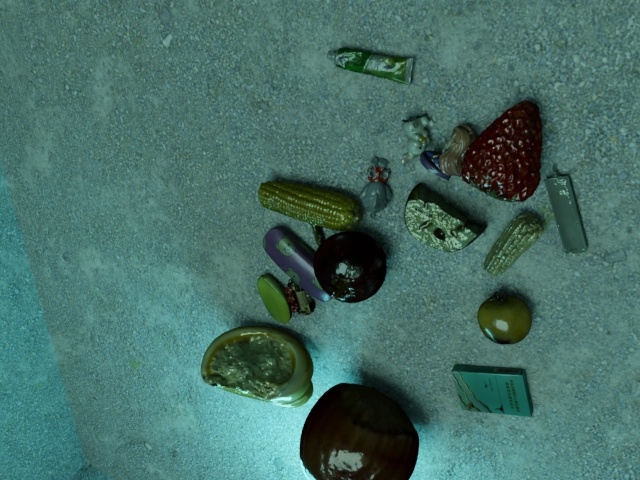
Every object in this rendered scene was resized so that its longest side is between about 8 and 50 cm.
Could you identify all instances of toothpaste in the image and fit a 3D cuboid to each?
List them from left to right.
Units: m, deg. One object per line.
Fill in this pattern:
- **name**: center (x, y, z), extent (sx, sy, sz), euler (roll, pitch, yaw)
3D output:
- **toothpaste**: center (0.130, -0.475, 1.643), extent (0.248, 0.047, 0.078), euler (19, 128, 20)

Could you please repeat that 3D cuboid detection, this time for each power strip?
- **power strip**: center (0.628, -0.077, 1.572), extent (0.060, 0.027, 0.252), euler (-8, 112, 37)

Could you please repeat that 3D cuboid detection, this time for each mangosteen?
- **mangosteen**: center (0.083, 0.100, 1.871), extent (0.236, 0.261, 0.235), euler (11, 126, 16)

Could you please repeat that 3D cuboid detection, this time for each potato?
- **potato**: center (-0.160, 0.208, 2.233), extent (0.198, 0.054, 0.119), euler (54, 135, 0)

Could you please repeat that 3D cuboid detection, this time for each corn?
- **corn**: center (-0.035, -0.114, 1.918), extent (0.363, 0.120, 0.120), euler (18, 125, 25)
- **corn**: center (0.520, 0.010, 1.664), extent (0.087, 0.087, 0.211), euler (37, 137, 8)

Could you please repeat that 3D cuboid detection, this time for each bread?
- **bread**: center (-0.231, 0.495, 2.267), extent (0.424, 0.329, 0.245), euler (8, 122, 22)

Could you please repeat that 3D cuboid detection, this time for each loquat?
- **loquat**: center (0.523, 0.224, 1.749), extent (0.163, 0.137, 0.163), euler (34, 140, 34)

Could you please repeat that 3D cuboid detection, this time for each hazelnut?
- **hazelnut**: center (0.130, 0.716, 2.134), extent (0.421, 0.421, 0.353), euler (52, 175, -4)

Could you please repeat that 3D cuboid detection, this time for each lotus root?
- **lotus root**: center (0.335, -0.051, 1.714), extent (0.235, 0.119, 0.138), euler (30, 124, 13)

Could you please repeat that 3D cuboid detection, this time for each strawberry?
- **strawberry**: center (0.466, -0.220, 1.499), extent (0.205, 0.205, 0.244), euler (27, 107, 17)

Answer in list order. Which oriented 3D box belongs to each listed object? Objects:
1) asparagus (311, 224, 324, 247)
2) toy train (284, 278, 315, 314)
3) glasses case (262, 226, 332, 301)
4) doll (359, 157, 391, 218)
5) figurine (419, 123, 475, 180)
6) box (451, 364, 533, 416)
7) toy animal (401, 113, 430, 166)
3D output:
- **asparagus**: center (0.000, 0.000, 2.017), extent (0.030, 0.036, 0.165), euler (12, 126, 52)
- **toy train**: center (-0.072, 0.199, 2.174), extent (0.087, 0.050, 0.138), euler (-4, 113, 29)
- **glasses case**: center (-0.067, 0.082, 2.080), extent (0.316, 0.076, 0.123), euler (42, 131, 4)
- **doll**: center (0.165, -0.151, 1.799), extent (0.094, 0.079, 0.180), euler (6, 109, 3)
- **figurine**: center (0.350, -0.225, 1.609), extent (0.157, 0.126, 0.114), euler (-37, 68, 28)
- **box**: center (0.544, 0.475, 1.947), extent (0.229, 0.041, 0.162), euler (-5, 114, 34)
- **toy animal**: center (0.257, -0.273, 1.661), extent (0.085, 0.071, 0.124), euler (-1, 114, 41)
